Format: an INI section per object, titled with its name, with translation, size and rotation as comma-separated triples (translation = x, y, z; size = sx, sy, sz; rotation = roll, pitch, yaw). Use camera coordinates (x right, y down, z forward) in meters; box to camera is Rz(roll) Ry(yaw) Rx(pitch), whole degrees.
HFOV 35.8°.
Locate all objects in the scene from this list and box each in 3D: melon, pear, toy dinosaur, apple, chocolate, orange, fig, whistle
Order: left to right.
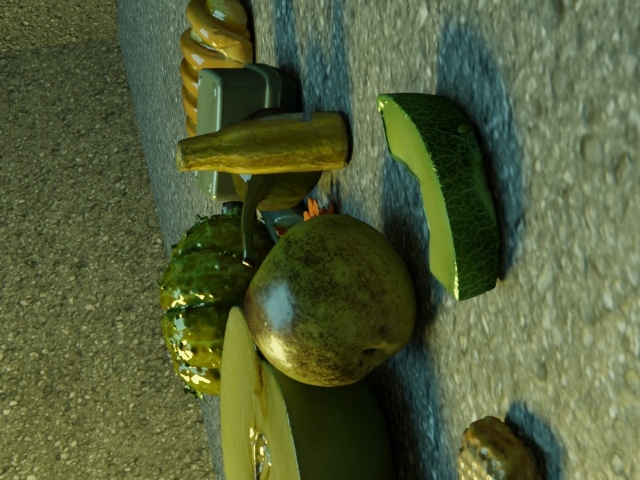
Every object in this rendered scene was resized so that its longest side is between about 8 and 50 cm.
[orange]
translation = -0.127, 0.103, 1.597
size = 0.301, 0.223, 0.300
rotation = -81, -17, -45
[chocolate]
translation = -0.075, -0.118, 1.269
size = 0.085, 0.219, 0.086
rotation = 172, 90, -78
[fig]
translation = -0.079, -0.071, 1.346
size = 0.149, 0.149, 0.245
rotation = 95, -171, -45
[whistle]
translation = -0.087, -0.083, 1.638
size = 0.326, 0.067, 0.057
rotation = -120, 22, -54
[apple]
translation = -0.049, 0.283, 1.331
size = 0.311, 0.320, 0.361
rotation = -43, -37, -56
[toy dinosaur]
translation = 0.000, 0.000, 1.372
size = 0.288, 0.070, 0.117
rotation = -132, 45, -57
[pear]
translation = 0.017, 0.073, 1.131
size = 0.197, 0.197, 0.197
rotation = 170, 90, -75
[melon]
translation = 0.115, -0.049, 0.917
size = 0.118, 0.064, 0.210
rotation = 154, 103, -74

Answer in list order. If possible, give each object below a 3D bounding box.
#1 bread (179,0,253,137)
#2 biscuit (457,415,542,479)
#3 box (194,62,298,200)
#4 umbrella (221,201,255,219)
[bread]
translation = -0.189, -0.294, 1.775
size = 0.173, 0.121, 0.311
rotation = -118, 24, -51
[biscuit]
translation = 0.177, 0.356, 0.961
size = 0.094, 0.054, 0.379
rotation = -140, 42, -66
[box]
translation = -0.117, -0.163, 1.509
size = 0.148, 0.129, 0.210
rotation = -142, 53, -62
[umbrella]
translation = -0.147, 0.040, 1.941
size = 0.071, 0.070, 0.248
rotation = 175, 86, -75
